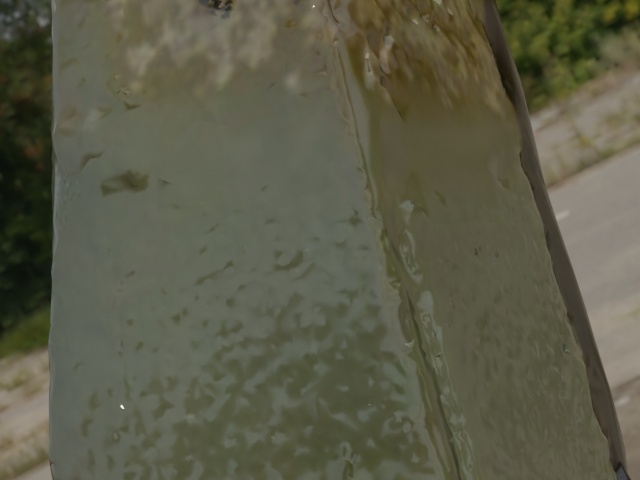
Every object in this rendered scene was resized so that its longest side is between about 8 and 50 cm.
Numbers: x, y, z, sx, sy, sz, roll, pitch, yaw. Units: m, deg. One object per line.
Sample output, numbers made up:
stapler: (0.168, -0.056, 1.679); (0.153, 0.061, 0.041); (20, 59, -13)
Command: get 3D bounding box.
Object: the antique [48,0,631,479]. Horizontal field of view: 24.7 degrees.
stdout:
antique: (0.000, 0.000, 0.425); (0.150, 0.284, 0.125); (-11, -7, 26)
